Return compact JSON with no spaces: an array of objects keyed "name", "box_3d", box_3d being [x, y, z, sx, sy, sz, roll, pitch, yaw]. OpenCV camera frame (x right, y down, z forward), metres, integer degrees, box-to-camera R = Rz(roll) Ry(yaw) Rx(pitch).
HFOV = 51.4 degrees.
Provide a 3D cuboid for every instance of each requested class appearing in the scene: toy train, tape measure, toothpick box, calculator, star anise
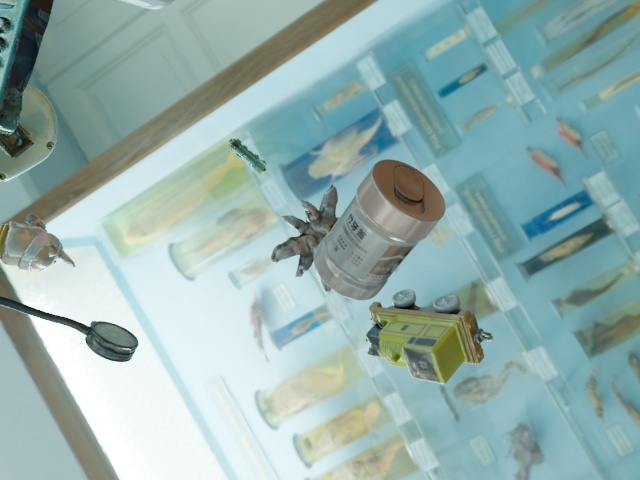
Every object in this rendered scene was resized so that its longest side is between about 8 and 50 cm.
[{"name":"toy train","box_3d":[0.148,0.145,0.997,0.127,0.219,0.089,-40,-60,-39]},{"name":"tape measure","box_3d":[-0.753,-0.281,1.581,0.125,0.243,0.246,26,159,51]},{"name":"toothpick box","box_3d":[0.067,-0.010,0.790,0.099,0.149,0.098,20,-139,-18]},{"name":"toy train","box_3d":[-0.143,-0.164,1.294,0.092,0.029,0.045,40,-172,-11]},{"name":"calculator","box_3d":[-0.530,-0.307,1.004,0.248,0.274,0.058,17,-179,24]},{"name":"star anise","box_3d":[0.000,0.000,1.440,0.093,0.237,0.229,155,102,-75]}]

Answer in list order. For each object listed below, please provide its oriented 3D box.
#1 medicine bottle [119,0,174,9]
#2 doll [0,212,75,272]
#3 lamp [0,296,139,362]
[{"name":"medicine bottle","box_3d":[-0.335,-0.467,1.094,0.215,0.135,0.135,-10,-111,-60]},{"name":"doll","box_3d":[-0.394,0.002,0.906,0.127,0.073,0.084,17,-122,-20]},{"name":"lamp","box_3d":[-0.431,0.107,0.865,0.371,0.108,0.130,22,-172,-16]}]
